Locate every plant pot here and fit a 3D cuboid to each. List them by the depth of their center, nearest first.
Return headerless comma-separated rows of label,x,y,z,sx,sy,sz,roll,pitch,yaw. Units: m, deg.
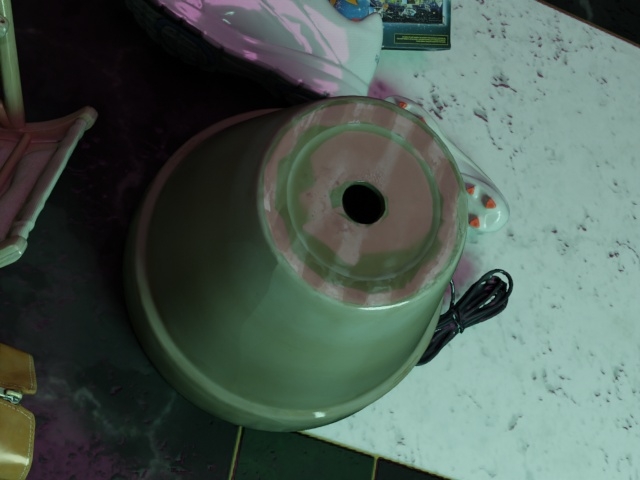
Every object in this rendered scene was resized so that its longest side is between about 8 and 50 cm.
plant pot,0.000,0.000,1.276,0.323,0.280,0.323,5,74,-17

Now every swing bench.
swing bench,-0.338,-0.130,1.195,0.253,0.165,0.254,-78,151,-58

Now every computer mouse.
computer mouse,0.067,0.011,1.479,0.184,0.060,0.262,-39,92,-26

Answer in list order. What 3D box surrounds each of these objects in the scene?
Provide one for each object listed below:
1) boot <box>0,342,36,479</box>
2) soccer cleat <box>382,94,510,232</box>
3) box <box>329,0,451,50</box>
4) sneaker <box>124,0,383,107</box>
boot,-0.351,0.077,1.207,0.220,0.109,0.283,13,52,-30
soccer cleat,0.135,-0.083,1.551,0.196,0.068,0.076,48,17,12
box,0.036,-0.295,1.552,0.233,0.044,0.159,-1,95,-23
sneaker,-0.072,-0.232,1.452,0.297,0.111,0.129,25,78,-10
